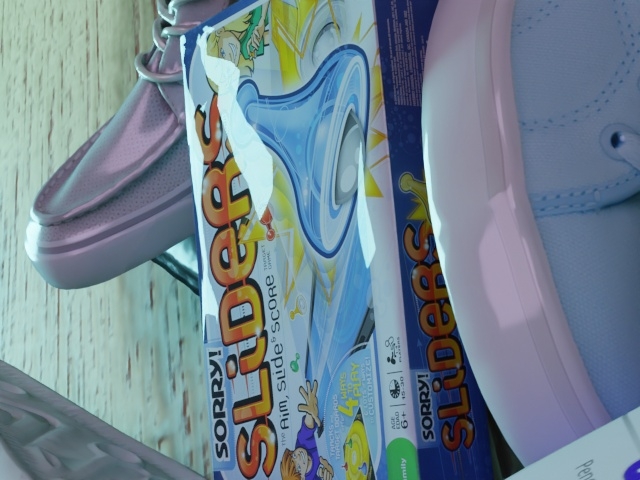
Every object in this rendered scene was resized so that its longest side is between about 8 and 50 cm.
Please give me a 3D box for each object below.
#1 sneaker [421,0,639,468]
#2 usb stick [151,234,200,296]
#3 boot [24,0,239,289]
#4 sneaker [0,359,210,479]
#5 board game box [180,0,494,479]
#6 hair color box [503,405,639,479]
[{"bbox_3d":[0.138,-0.089,0.484,0.150,0.135,0.365,-16,52,41],"label":"sneaker"},{"bbox_3d":[-0.036,-0.004,0.662,0.077,0.045,0.278,-56,39,-2],"label":"usb stick"},{"bbox_3d":[-0.056,-0.100,0.640,0.258,0.123,0.095,-42,37,-12],"label":"boot"},{"bbox_3d":[-0.151,0.192,0.587,0.323,0.130,0.236,24,93,42],"label":"sneaker"},{"bbox_3d":[0.000,0.000,0.526,0.136,0.035,0.201,-17,75,54],"label":"board game box"},{"bbox_3d":[0.057,0.140,0.310,0.339,0.110,0.185,-32,13,9],"label":"hair color box"}]
